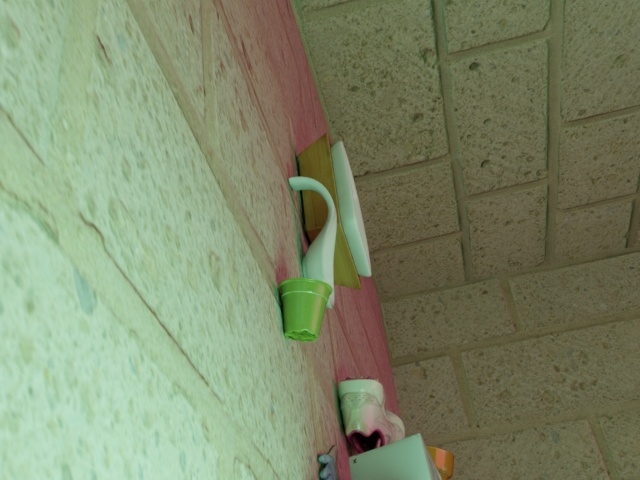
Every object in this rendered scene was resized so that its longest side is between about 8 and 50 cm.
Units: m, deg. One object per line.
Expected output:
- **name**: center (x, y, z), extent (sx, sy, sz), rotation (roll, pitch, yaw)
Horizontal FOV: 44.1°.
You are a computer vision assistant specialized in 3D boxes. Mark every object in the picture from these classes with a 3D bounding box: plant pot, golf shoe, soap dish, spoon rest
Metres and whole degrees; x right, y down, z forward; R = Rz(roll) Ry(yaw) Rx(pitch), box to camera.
- **plant pot**: center (0.234, 0.633, 2.017), extent (0.205, 0.205, 0.188), rotation (66, 29, -62)
- **golf shoe**: center (0.105, 0.410, 1.675), extent (0.306, 0.115, 0.140), rotation (60, 26, -46)
- **plant pot**: center (-0.025, 0.108, 1.188), extent (0.083, 0.083, 0.079), rotation (67, 24, -61)
- **soap dish**: center (0.029, -0.063, 1.795), extent (0.229, 0.118, 0.291), rotation (71, 10, -48)
- **spoon rest**: center (0.000, 0.000, 1.565), extent (0.137, 0.084, 0.277), rotation (59, 19, -71)

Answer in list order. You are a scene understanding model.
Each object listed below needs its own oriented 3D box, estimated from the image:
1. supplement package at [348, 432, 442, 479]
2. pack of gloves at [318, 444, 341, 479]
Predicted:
- **supplement package**: center (0.155, 0.473, 1.340), extent (0.134, 0.139, 0.244), rotation (-98, 165, -60)
- **pack of gloves**: center (0.046, 0.437, 1.287), extent (0.232, 0.046, 0.195), rotation (52, 28, -77)
